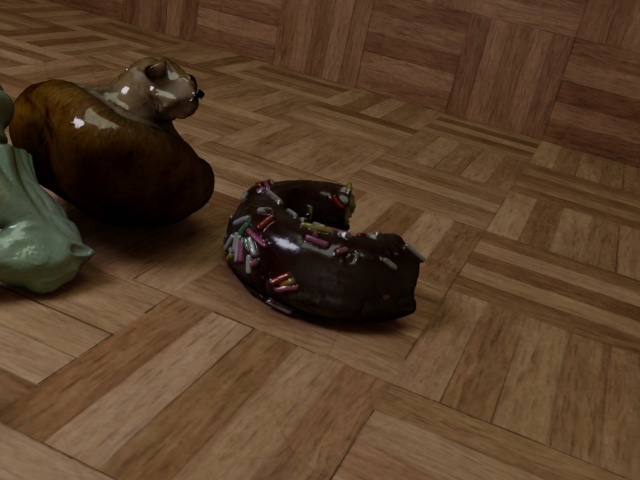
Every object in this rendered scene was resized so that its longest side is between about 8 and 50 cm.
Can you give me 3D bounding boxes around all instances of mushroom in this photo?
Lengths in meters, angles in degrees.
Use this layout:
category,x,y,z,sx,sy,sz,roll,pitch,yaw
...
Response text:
category,x,y,z,sx,sy,sz,roll,pitch,yaw
mushroom,-0.304,-0.157,1.145,0.345,0.260,0.345,26,-2,1

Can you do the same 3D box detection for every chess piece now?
category,x,y,z,sx,sy,sz,roll,pitch,yaw
chess piece,-0.436,-0.058,0.965,0.298,0.175,0.175,59,33,1

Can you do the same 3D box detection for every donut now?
category,x,y,z,sx,sy,sz,roll,pitch,yaw
donut,-0.020,0.000,1.142,0.259,0.136,0.345,5,23,-23
